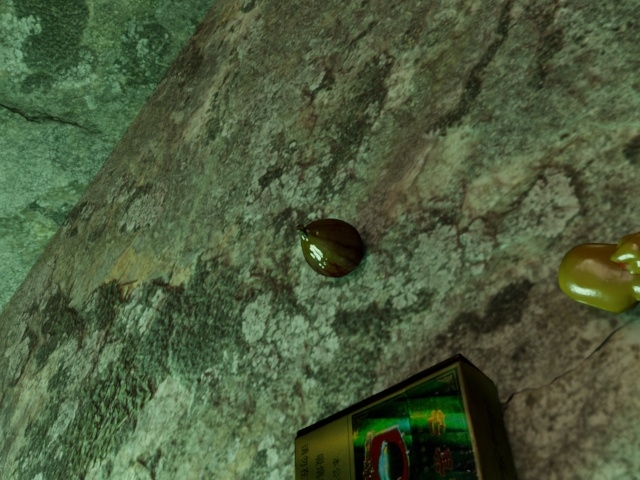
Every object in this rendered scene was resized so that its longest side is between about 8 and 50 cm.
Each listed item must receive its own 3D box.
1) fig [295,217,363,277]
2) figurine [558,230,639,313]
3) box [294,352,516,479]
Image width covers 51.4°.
[{"bbox_3d":[0.000,0.000,0.931,0.089,0.125,0.089,-26,48,33],"label":"fig"},{"bbox_3d":[0.280,0.027,0.562,0.176,0.122,0.121,-1,64,50],"label":"figurine"},{"bbox_3d":[0.076,0.241,0.683,0.240,0.071,0.159,-34,37,29],"label":"box"}]
